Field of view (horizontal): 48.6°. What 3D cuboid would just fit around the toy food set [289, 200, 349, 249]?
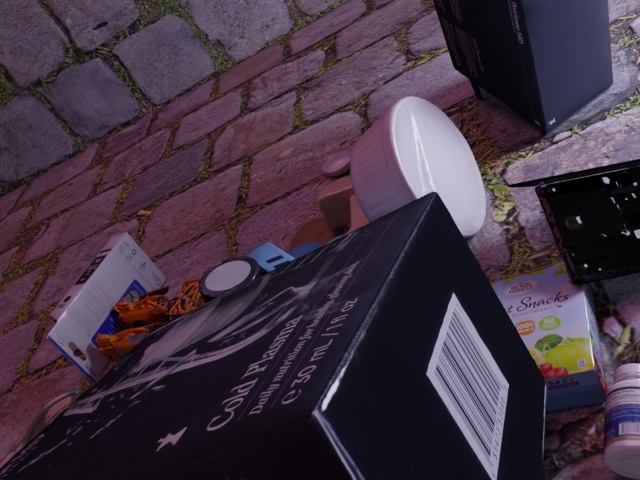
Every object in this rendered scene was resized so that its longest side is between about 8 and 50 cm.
[{"bbox_3d":[0.000,0.000,1.487,0.132,0.039,0.192,9,50,29],"label":"toy food set"}]

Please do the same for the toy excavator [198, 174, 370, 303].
[{"bbox_3d":[0.017,0.060,1.250,0.445,0.223,0.433,-30,30,-19],"label":"toy excavator"}]

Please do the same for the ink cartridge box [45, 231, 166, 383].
[{"bbox_3d":[-0.499,0.151,1.634,0.065,0.165,0.333,-11,36,34],"label":"ink cartridge box"}]

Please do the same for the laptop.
[{"bbox_3d":[0.438,-0.040,1.065,0.234,0.137,0.265,-12,57,1],"label":"laptop"}]

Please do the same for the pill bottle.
[{"bbox_3d":[0.359,0.203,0.808,0.067,0.067,0.120,-13,36,33],"label":"pill bottle"}]

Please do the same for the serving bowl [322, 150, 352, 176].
[{"bbox_3d":[0.047,-0.181,1.716,0.083,0.027,0.083,-25,30,16],"label":"serving bowl"}]

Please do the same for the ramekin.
[{"bbox_3d":[0.168,-0.110,1.268,0.127,0.273,0.273,-25,29,38],"label":"ramekin"}]

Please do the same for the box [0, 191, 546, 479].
[{"bbox_3d":[-0.049,0.230,0.741,0.471,0.298,0.480,-28,9,25],"label":"box"}]

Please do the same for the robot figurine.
[{"bbox_3d":[-0.338,0.169,1.529,0.290,0.085,0.211,-19,34,25],"label":"robot figurine"}]

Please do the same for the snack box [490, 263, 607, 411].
[{"bbox_3d":[0.288,0.136,0.974,0.174,0.070,0.207,-18,31,25],"label":"snack box"}]

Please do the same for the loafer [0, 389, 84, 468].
[{"bbox_3d":[-0.536,0.410,1.390,0.087,0.094,0.251,29,75,31],"label":"loafer"}]

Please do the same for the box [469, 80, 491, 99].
[{"bbox_3d":[0.418,-0.403,1.628,0.137,0.072,0.126,-15,34,30],"label":"box"}]

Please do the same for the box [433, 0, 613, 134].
[{"bbox_3d":[0.379,-0.437,1.367,0.178,0.343,0.312,-36,50,-2],"label":"box"}]
